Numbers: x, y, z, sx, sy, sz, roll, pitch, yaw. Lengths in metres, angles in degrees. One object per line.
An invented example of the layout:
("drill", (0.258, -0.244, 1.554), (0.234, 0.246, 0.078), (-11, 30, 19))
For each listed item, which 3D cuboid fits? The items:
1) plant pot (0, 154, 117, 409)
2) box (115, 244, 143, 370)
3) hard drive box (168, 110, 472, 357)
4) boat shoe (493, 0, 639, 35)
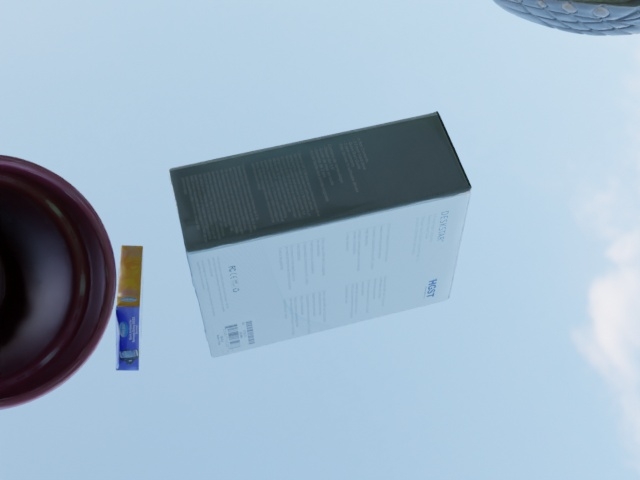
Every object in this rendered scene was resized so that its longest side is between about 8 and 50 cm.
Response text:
("plant pot", (-0.299, 0.035, 0.769), (0.201, 0.180, 0.201), (2, -94, -36))
("box", (-0.199, 0.073, 0.963), (0.028, 0.081, 0.136), (0, -150, -12))
("hard drive box", (0.000, 0.000, 0.806), (0.232, 0.181, 0.089), (-12, -123, -8))
("boat shoe", (0.346, -0.289, 0.996), (0.325, 0.123, 0.116), (5, -91, 10))
